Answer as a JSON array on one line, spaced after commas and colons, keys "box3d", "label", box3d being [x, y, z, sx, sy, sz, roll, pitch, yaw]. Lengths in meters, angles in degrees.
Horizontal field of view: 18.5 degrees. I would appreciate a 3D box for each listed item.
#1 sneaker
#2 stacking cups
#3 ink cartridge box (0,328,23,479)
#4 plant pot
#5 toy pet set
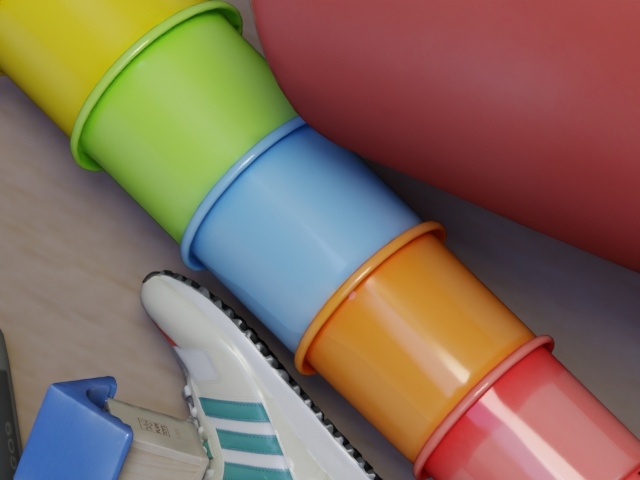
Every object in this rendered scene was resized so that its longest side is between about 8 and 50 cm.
[{"box3d": [-0.033, 0.087, 0.798, 0.075, 0.057, 0.161, -41, 83, -2], "label": "sneaker"}, {"box3d": [0.000, 0.000, 0.773, 0.316, 0.096, 0.096, 44, 92, 13], "label": "stacking cups"}, {"box3d": [-0.300, 0.214, 0.813, 0.385, 0.091, 0.308, -10, 83, 7], "label": "ink cartridge box"}, {"box3d": [0.126, -0.105, 0.657, 0.243, 0.275, 0.274, 12, 87, 33], "label": "plant pot"}, {"box3d": [-0.092, 0.118, 0.755, 0.065, 0.122, 0.114, 18, 102, -18], "label": "toy pet set"}]
